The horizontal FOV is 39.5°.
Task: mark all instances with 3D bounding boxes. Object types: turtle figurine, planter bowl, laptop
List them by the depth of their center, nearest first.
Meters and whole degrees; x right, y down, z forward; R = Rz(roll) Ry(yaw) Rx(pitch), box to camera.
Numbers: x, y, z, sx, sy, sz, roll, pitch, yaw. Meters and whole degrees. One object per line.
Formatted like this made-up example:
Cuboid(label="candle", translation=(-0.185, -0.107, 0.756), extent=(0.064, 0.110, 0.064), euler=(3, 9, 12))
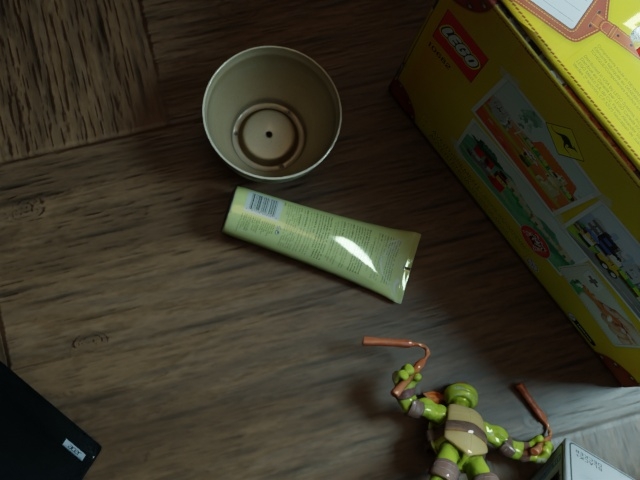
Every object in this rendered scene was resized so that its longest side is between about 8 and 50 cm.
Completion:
Cuboid(label="laptop", translation=(-0.422, 0.268, 0.966), extent=(0.264, 0.136, 0.234), euler=(-36, 114, 12))
Cuboid(label="turtle figurine", translation=(0.150, 0.229, 1.020), extent=(0.270, 0.087, 0.217), euler=(29, 34, -13))
Cuboid(label="planter bowl", translation=(-0.060, -0.139, 1.081), extent=(0.162, 0.109, 0.162), euler=(1, 79, -5))

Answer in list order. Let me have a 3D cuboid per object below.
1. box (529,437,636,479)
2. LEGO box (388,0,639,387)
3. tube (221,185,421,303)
Cuboid(label="box", translation=(0.305, 0.359, 0.942), extent=(0.169, 0.290, 0.087), euler=(31, 115, -1))
Cuboid(label="LEGO box", translation=(0.324, -0.092, 0.980), extent=(0.193, 0.372, 0.500), euler=(-37, 86, -11))
Cuboid(label="tube", translation=(0.000, 0.000, 1.093), extent=(0.240, 0.062, 0.070), euler=(17, 122, -8))
